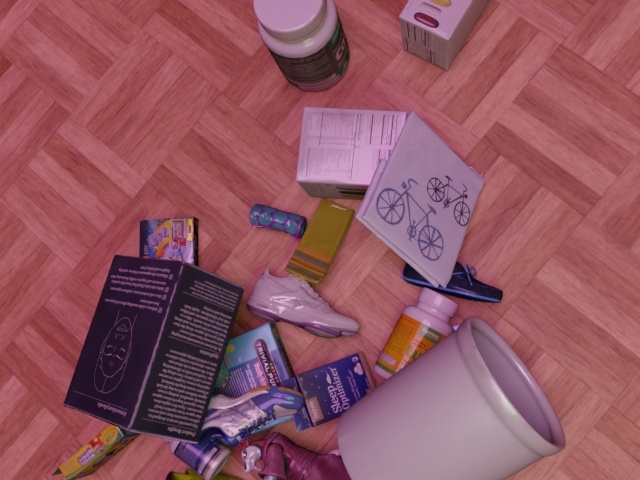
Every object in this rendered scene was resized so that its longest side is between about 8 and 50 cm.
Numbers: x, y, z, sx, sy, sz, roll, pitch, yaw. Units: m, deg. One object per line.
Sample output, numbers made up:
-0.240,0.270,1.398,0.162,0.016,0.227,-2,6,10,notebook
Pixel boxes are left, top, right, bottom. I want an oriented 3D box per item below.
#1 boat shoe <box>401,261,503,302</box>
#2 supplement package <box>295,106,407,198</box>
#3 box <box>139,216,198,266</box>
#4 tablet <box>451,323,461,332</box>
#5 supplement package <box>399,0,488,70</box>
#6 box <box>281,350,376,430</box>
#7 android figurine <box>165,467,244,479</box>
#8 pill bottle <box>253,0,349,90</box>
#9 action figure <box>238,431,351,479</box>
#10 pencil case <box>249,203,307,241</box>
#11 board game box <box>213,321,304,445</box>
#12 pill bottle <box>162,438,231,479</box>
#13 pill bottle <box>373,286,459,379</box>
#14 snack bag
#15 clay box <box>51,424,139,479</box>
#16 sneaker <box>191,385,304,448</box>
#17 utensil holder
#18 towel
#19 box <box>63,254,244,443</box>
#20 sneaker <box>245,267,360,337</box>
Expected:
0.337,0.092,1.833,0.258,0.109,0.089,16,81,10,boat shoe
0.092,-0.217,1.877,0.263,0.199,0.198,4,82,11,supplement package
-0.421,0.054,2.008,0.159,0.044,0.233,-3,81,10,box
0.369,0.255,1.851,0.054,0.006,0.083,-14,80,8,tablet
0.338,-0.619,1.894,0.145,0.204,0.262,30,87,13,supplement package
0.026,0.383,1.835,0.225,0.036,0.136,-18,78,-16,box
-0.244,0.638,1.788,0.273,0.248,0.056,23,91,-28,android figurine
-0.046,-0.540,1.872,0.204,0.361,0.204,-2,81,10,pill bottle
-0.038,0.552,1.756,0.370,0.248,0.275,26,86,11,action figure
-0.115,-0.050,1.959,0.152,0.064,0.070,14,68,13,pencil case
-0.234,0.396,1.901,0.336,0.079,0.253,-23,79,6,board game box
-0.315,0.514,1.809,0.169,0.094,0.094,33,88,13,pill bottle
0.245,0.248,1.807,0.136,0.136,0.245,27,87,13,pill bottle
0.254,-0.106,1.768,0.037,0.323,0.342,-8,51,52,snack bag
-0.589,0.561,1.916,0.222,0.127,0.053,-40,76,3,clay box
-0.180,0.439,1.759,0.296,0.112,0.131,-11,49,9,sneaker
0.275,0.405,1.588,0.385,0.327,0.327,-39,76,20,utensil holder
0.000,0.000,1.917,0.102,0.021,0.237,22,68,11,towel
-0.404,0.256,1.762,0.293,0.212,0.395,4,72,42,box
-0.036,0.159,1.886,0.305,0.114,0.152,18,70,6,sneaker
